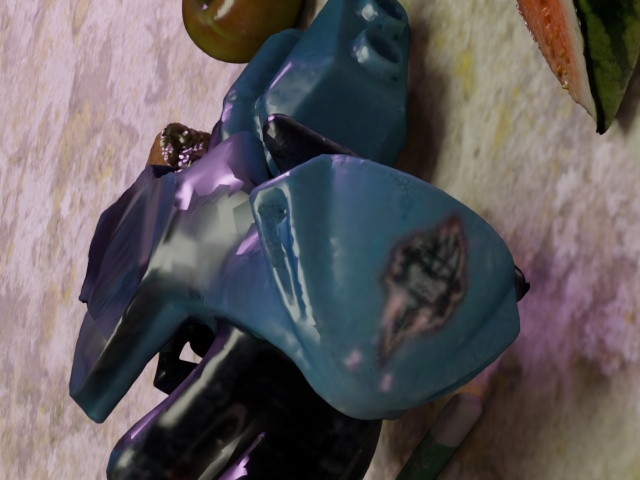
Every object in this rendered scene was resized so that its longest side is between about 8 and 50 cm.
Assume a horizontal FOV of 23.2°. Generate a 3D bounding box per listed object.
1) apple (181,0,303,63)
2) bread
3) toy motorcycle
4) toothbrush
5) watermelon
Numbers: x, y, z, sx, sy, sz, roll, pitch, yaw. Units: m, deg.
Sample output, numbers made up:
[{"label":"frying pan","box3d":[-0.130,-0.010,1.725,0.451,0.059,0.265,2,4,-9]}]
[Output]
[{"label":"apple","box3d":[-0.052,-0.163,1.056,0.089,0.074,0.089,-34,51,55]},{"label":"bread","box3d":[-0.093,-0.027,1.105,0.113,0.060,0.082,-111,40,-53]},{"label":"toy motorcycle","box3d":[0.000,0.000,0.759,0.232,0.172,0.416,-46,18,30]},{"label":"toothbrush","box3d":[0.022,0.168,0.816,0.024,0.018,0.257,-98,29,-49]},{"label":"watermelon","box3d":[0.106,-0.161,0.738,0.119,0.063,0.245,98,159,-44]}]
